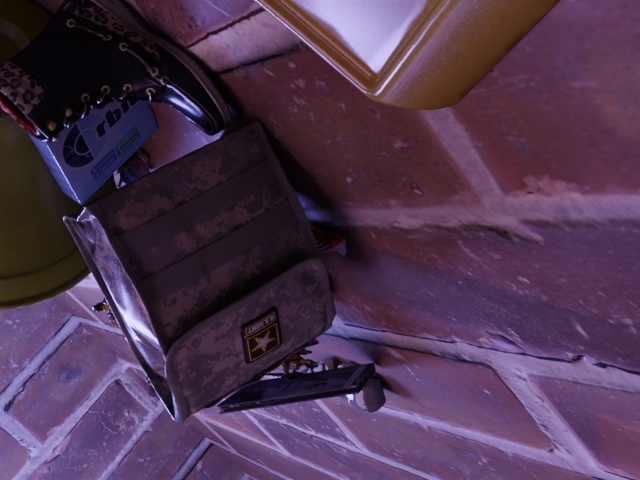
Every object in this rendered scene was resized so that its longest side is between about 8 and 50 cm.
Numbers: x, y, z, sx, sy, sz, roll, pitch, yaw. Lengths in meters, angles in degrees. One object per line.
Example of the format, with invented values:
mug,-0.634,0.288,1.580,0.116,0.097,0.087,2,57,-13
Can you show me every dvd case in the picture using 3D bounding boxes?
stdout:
dvd case,-0.033,0.231,1.301,0.164,0.221,0.018,-12,-88,-77

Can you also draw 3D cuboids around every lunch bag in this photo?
lunch bag,-0.126,0.043,0.978,0.169,0.235,0.287,-7,111,62

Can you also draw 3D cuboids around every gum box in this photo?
gum box,-0.293,-0.157,1.059,0.041,0.157,0.184,32,157,19

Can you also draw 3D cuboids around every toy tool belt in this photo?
toy tool belt,-0.295,-0.109,1.292,0.052,0.051,0.083,43,157,-9

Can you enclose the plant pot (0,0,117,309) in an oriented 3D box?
plant pot,-0.465,-0.145,1.165,0.366,0.366,0.353,36,145,9

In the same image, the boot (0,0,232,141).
boot,-0.237,-0.161,0.933,0.236,0.178,0.085,41,158,-2

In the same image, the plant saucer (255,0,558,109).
plant saucer,0.008,-0.237,0.542,0.333,0.081,0.333,41,158,-1

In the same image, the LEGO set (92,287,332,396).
LEGO set,-0.155,0.150,1.201,0.332,0.192,0.255,3,168,6

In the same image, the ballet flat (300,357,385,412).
ballet flat,0.031,0.241,1.456,0.213,0.072,0.068,12,118,48

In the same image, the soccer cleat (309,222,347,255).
soccer cleat,0.000,0.000,1.073,0.083,0.029,0.035,12,142,40
